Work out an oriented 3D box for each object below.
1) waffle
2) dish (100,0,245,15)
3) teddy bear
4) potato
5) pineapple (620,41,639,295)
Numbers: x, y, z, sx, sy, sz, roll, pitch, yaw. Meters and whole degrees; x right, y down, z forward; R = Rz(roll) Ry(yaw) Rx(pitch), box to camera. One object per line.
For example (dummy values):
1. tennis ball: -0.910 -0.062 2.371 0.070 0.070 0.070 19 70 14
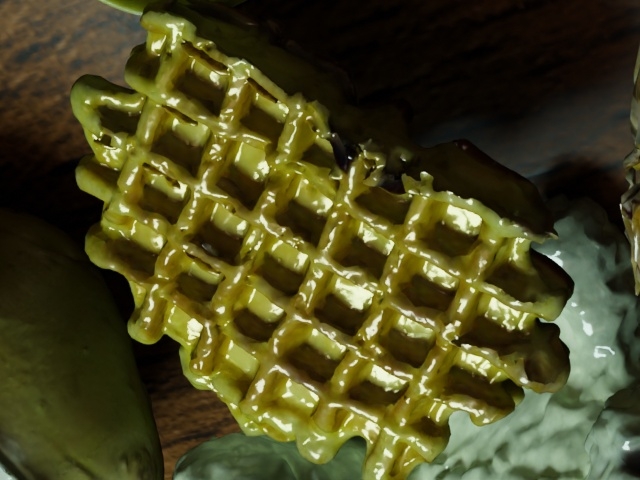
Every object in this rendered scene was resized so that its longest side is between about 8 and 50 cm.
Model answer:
1. waffle: 0.000 -0.001 0.946 0.283 0.065 0.309 -13 110 31
2. dish: -0.077 -0.203 0.931 0.208 0.080 0.149 1 131 17
3. teddy bear: 0.144 0.129 1.000 0.375 0.327 0.362 18 170 -18
4. potato: -0.199 0.110 1.142 0.299 0.196 0.246 50 146 -7
5. pineapple: 0.300 -0.071 0.778 0.300 0.352 0.352 12 133 15
